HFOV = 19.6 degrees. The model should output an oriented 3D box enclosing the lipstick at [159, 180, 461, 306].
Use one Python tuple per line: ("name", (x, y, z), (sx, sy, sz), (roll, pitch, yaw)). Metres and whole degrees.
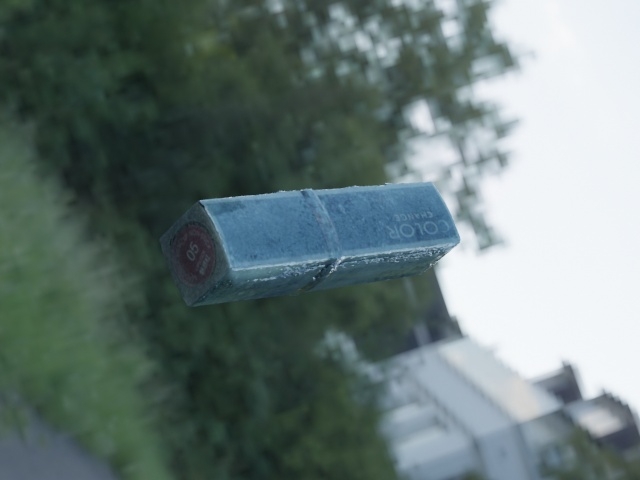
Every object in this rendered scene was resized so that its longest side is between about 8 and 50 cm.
("lipstick", (0.000, 0.000, 1.607), (0.076, 0.290, 0.077), (-43, -116, 41))
